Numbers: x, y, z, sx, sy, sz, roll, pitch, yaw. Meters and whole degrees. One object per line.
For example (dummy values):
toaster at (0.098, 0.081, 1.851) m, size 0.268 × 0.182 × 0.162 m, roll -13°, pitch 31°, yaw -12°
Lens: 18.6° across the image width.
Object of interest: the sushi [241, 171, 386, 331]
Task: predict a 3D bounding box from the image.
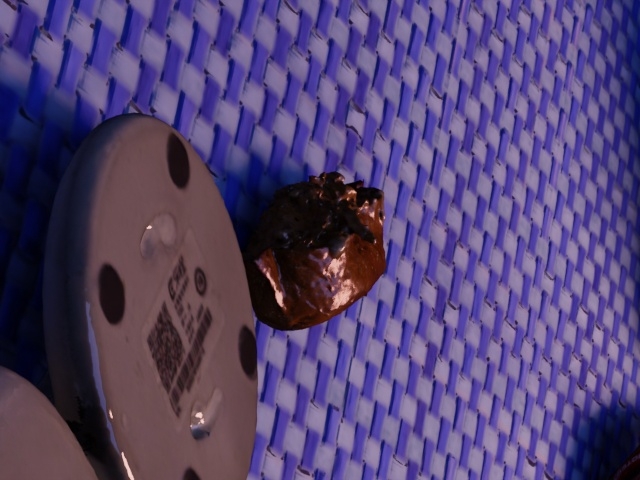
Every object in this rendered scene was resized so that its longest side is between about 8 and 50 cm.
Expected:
sushi at (-0.004, 0.001, 0.833) m, size 0.118 × 0.061 × 0.060 m, roll -63°, pitch 139°, yaw -74°

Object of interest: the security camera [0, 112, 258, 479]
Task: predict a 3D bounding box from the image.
security camera at (-0.092, 0.076, 0.646) m, size 0.301 × 0.080 × 0.157 m, roll -68°, pitch 145°, yaw -53°

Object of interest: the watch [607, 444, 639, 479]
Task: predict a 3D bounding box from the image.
watch at (0.298, 0.197, 1.252) m, size 0.268 × 0.102 × 0.165 m, roll 22°, pitch 32°, yaw -30°
